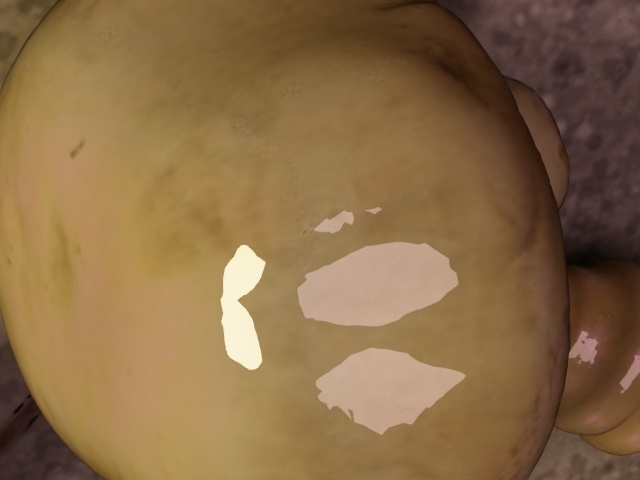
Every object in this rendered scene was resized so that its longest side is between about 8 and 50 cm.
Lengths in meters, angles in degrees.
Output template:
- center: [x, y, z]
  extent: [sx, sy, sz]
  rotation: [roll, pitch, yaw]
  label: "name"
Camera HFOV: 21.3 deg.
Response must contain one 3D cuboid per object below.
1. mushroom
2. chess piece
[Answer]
- center: [0.000, 0.000, 0.673]
  extent: [0.234, 0.254, 0.260]
  rotation: [-14, 80, -38]
  label: "mushroom"
- center: [0.094, 0.031, 0.817]
  extent: [0.170, 0.094, 0.094]
  rotation: [26, 104, -22]
  label: "chess piece"
